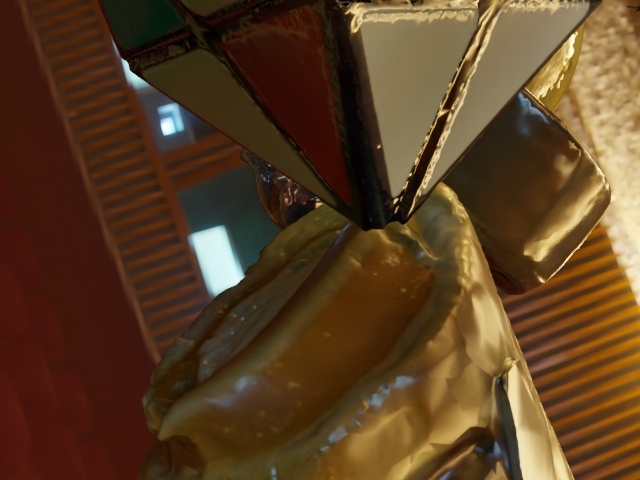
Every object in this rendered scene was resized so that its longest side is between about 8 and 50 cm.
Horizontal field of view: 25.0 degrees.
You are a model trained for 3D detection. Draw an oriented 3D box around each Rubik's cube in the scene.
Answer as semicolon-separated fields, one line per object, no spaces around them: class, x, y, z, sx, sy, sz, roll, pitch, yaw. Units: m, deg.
Rubik's cube;0.013;-0.200;0.875;0.246;0.248;0.250;36;-20;27

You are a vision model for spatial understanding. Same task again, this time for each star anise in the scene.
star anise;0.006;0.005;1.423;0.172;0.063;0.208;42;-16;53

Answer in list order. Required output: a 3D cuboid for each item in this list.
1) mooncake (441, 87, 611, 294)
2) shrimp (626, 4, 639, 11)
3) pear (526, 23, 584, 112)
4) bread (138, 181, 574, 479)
mooncake;0.139;-0.076;1.421;0.284;0.155;0.284;40;-3;2
shrimp;0.352;-0.256;1.516;0.296;0.169;0.058;134;-42;-76
pear;0.182;-0.242;1.778;0.304;0.304;0.304;44;-37;47
bread;0.055;0.165;0.967;0.210;0.300;0.341;-2;-64;37
